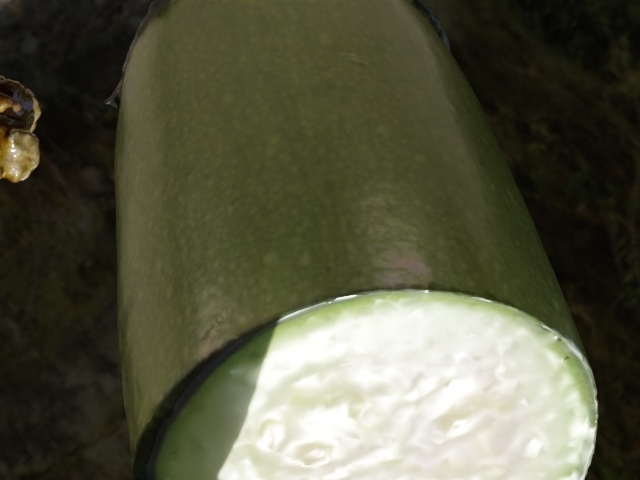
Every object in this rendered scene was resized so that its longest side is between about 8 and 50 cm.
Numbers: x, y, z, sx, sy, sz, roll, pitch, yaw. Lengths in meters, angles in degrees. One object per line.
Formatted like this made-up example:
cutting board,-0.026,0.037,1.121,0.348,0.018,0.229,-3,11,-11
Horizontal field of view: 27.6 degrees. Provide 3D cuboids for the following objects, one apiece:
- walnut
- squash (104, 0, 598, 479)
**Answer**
walnut,-0.346,-0.137,1.321,0.069,0.143,0.170,-27,145,26
squash,0.000,0.000,0.837,0.263,0.263,0.384,-50,-149,28
